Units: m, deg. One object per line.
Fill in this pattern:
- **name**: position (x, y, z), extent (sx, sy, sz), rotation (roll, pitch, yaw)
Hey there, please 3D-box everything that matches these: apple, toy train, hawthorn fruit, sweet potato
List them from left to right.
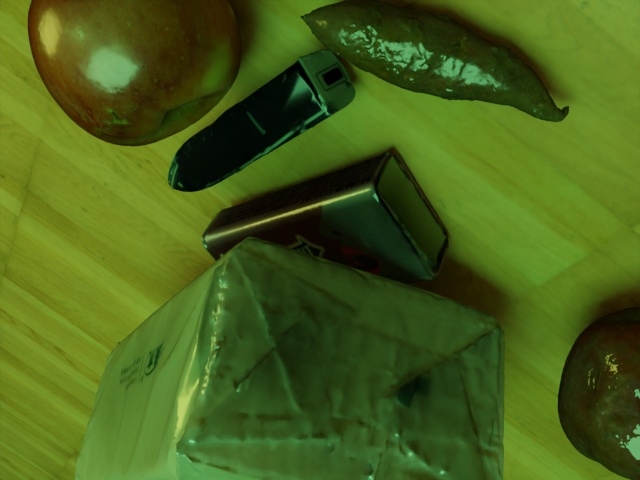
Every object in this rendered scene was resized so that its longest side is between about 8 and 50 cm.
- **apple**: position (-0.144, -0.156, 0.545), extent (0.163, 0.163, 0.139), rotation (-32, 93, 46)
- **toy train**: position (-0.070, -0.098, 0.638), extent (0.252, 0.048, 0.055), rotation (-20, 108, 48)
- **sweet potato**: position (0.085, -0.133, 0.506), extent (0.206, 0.060, 0.068), rotation (23, 175, 8)
- **hawthorn fruit**: position (0.266, 0.119, 0.576), extent (0.149, 0.149, 0.189), rotation (-10, 125, 37)

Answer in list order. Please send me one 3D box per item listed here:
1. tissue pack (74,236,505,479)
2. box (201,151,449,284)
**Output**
- **tissue pack**: position (-0.048, 0.171, 0.688), extent (0.297, 0.207, 0.380), rotation (19, 152, -21)
- **box**: position (0.000, 0.000, 0.673), extent (0.224, 0.069, 0.120), rotation (-16, 121, 40)
